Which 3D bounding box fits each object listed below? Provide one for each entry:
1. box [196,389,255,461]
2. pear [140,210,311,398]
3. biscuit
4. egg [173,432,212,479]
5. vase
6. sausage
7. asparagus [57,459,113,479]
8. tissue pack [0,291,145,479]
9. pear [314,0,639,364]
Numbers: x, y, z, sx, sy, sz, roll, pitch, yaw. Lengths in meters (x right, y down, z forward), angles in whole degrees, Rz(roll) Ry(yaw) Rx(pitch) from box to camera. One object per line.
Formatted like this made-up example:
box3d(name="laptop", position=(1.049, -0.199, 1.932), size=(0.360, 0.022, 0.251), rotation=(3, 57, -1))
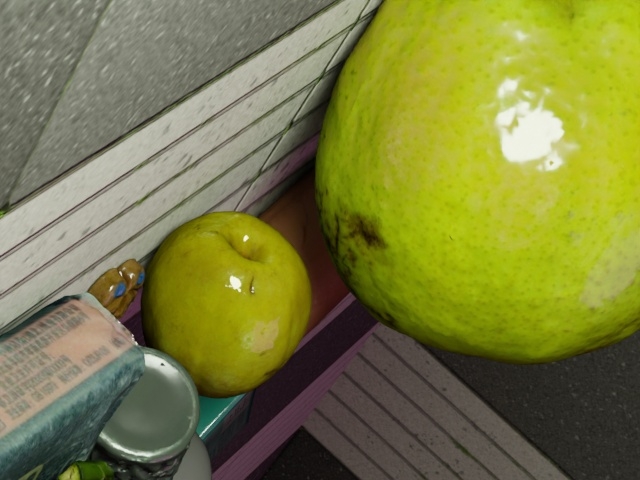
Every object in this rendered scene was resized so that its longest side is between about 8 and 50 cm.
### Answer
box3d(name="box", position=(-0.157, 0.206, 2.114), size=(0.153, 0.092, 0.245), rotation=(-47, 173, -17))
box3d(name="pear", position=(-0.081, 0.055, 1.579), size=(0.149, 0.149, 0.162), rotation=(-40, 157, -44))
box3d(name="biscuit", position=(-0.203, 0.089, 1.543), size=(0.175, 0.026, 0.124), rotation=(-52, 172, 27))
box3d(name="egg", position=(-0.206, 0.275, 1.887), size=(0.232, 0.176, 0.176), rotation=(-52, 175, -28))
box3d(name="vase", position=(-0.199, 0.207, 1.592), size=(0.251, 0.156, 0.301), rotation=(-51, 178, -37))
box3d(name="sausage", position=(0.001, -0.001, 1.862), size=(0.304, 0.121, 0.121), rotation=(-43, 170, -33))
box3d(name="asparagus", position=(-0.174, 0.177, 1.389), size=(0.025, 0.021, 0.108), rotation=(-46, 171, 2))
box3d(name="tissue pack", position=(-0.277, 0.183, 1.315), size=(0.228, 0.103, 0.315), rotation=(-53, 171, 33))
box3d(name="pear", position=(0.182, -0.090, 1.638), size=(0.391, 0.391, 0.391), rotation=(-47, 172, -9))
